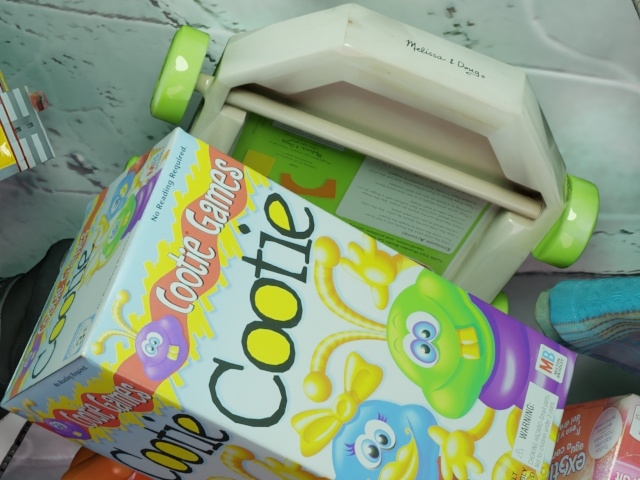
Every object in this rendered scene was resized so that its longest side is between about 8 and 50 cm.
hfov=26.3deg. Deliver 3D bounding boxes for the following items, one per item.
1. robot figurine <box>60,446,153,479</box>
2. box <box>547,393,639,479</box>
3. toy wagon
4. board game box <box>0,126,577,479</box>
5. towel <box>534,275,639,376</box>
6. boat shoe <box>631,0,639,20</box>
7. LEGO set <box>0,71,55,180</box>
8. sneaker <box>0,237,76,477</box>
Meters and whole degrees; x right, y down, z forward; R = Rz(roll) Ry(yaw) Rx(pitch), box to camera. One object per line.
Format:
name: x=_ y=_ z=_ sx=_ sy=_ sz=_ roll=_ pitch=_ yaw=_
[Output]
robot figurine: x=-0.106 y=0.185 z=1.052 sx=0.219 sy=0.128 sz=0.158 roll=-29 pitch=112 yaw=35
box: x=0.291 y=0.236 z=0.972 sx=0.300 sy=0.154 sz=0.142 roll=23 pitch=162 yaw=-13
toy wagon: x=0.000 y=0.000 z=0.879 sx=0.267 sy=0.068 sz=0.344 roll=20 pitch=138 yaw=-10
board game box: x=-0.015 y=0.079 z=0.788 sx=0.275 sy=0.144 sz=0.142 roll=29 pitch=152 yaw=-19
towel: x=0.340 y=0.071 z=0.764 sx=0.370 sy=0.040 sz=0.271 roll=-4 pitch=157 yaw=45
boat shoe: x=0.303 y=-0.075 z=0.721 sx=0.355 sy=0.132 sz=0.130 roll=29 pitch=123 yaw=-30
LEGO set: x=-0.321 y=-0.092 z=0.817 sx=0.331 sy=0.192 sz=0.255 roll=-26 pitch=96 yaw=24
sneaker: x=-0.253 y=0.083 z=0.997 sx=0.124 sy=0.107 sz=0.283 roll=29 pitch=134 yaw=-9
